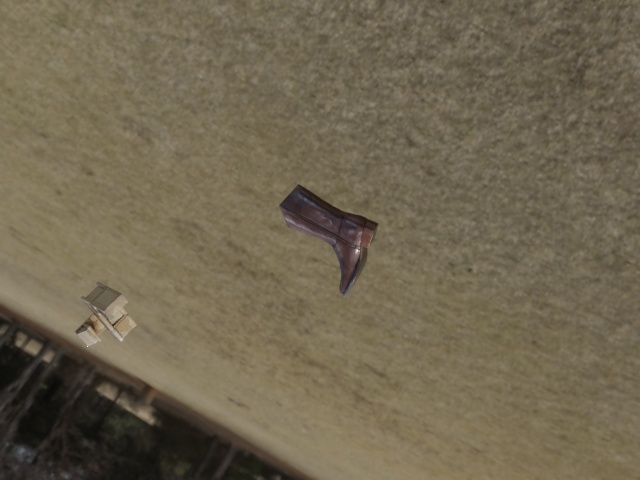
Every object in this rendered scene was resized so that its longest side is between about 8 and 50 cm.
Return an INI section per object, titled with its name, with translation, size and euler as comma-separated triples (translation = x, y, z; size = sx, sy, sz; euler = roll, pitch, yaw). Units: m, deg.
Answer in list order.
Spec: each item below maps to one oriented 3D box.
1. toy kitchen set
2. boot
[toy kitchen set]
translation = -0.284, 0.114, 1.008
size = 0.075, 0.068, 0.083
euler = 15, 144, 48
[boot]
translation = 0.000, 0.000, 0.872
size = 0.114, 0.107, 0.037
euler = 24, -157, 10
